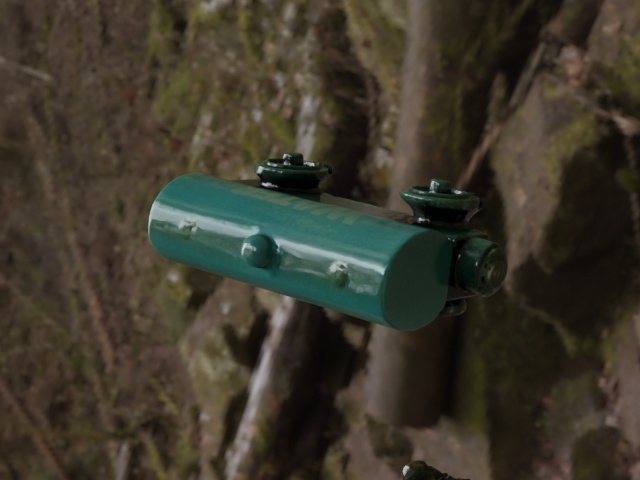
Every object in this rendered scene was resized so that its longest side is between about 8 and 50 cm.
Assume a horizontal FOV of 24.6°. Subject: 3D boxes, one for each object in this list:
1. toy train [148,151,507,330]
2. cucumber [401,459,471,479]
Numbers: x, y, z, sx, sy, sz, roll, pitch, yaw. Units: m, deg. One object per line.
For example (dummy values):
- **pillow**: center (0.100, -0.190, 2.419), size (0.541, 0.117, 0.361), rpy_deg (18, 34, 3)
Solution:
- **toy train**: center (0.000, 0.000, 1.014), size (0.248, 0.159, 0.101), rpy_deg (14, 104, 35)
- **cucumber**: center (0.053, 0.158, 0.282), size (0.300, 0.072, 0.072), rpy_deg (-97, 29, -46)
